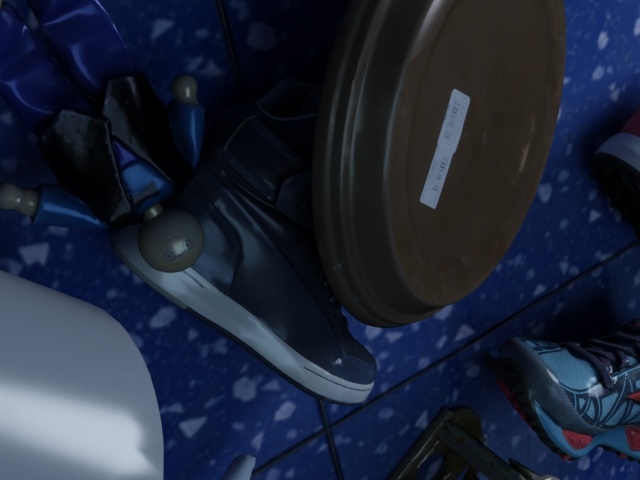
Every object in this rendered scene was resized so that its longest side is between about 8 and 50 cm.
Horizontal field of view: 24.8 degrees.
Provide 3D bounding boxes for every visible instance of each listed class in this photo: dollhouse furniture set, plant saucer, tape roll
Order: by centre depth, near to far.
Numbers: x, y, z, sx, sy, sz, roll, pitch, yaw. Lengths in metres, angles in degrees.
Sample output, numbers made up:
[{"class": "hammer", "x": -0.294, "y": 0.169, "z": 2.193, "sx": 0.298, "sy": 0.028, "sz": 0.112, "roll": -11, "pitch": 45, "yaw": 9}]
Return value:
[{"class": "tape roll", "x": -0.218, "y": 0.120, "z": 0.710, "sx": 0.169, "sy": 0.246, "sz": 0.246, "roll": 26, "pitch": 98, "yaw": -43}, {"class": "plant saucer", "x": 0.084, "y": -0.077, "z": 0.888, "sx": 0.278, "sy": 0.041, "sz": 0.278, "roll": -35, "pitch": 133, "yaw": -48}, {"class": "dollhouse furniture set", "x": 0.163, "y": 0.230, "z": 1.094, "sx": 0.101, "sy": 0.182, "sz": 0.161, "roll": -52, "pitch": 132, "yaw": -1}]

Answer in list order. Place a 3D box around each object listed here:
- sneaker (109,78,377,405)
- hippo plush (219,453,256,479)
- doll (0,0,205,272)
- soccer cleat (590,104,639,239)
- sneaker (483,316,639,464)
[{"class": "sneaker", "x": 0.001, "y": 0.000, "z": 0.911, "sx": 0.163, "sy": 0.086, "sz": 0.226, "roll": -50, "pitch": 132, "yaw": 1}, {"class": "hippo plush", "x": -0.121, "y": 0.309, "z": 0.859, "sx": 0.294, "sy": 0.236, "sz": 0.234, "roll": -8, "pitch": 119, "yaw": -33}, {"class": "doll", "x": -0.123, "y": -0.059, "z": 0.785, "sx": 0.129, "sy": 0.046, "sz": 0.189, "roll": -38, "pitch": 115, "yaw": -13}, {"class": "soccer cleat", "x": 0.325, "y": 0.000, "z": 1.134, "sx": 0.116, "sy": 0.108, "sz": 0.318, "roll": -47, "pitch": 127, "yaw": -7}, {"class": "sneaker", "x": 0.226, "y": 0.093, "z": 1.108, "sx": 0.262, "sy": 0.104, "sz": 0.125, "roll": 14, "pitch": 123, "yaw": -50}]
